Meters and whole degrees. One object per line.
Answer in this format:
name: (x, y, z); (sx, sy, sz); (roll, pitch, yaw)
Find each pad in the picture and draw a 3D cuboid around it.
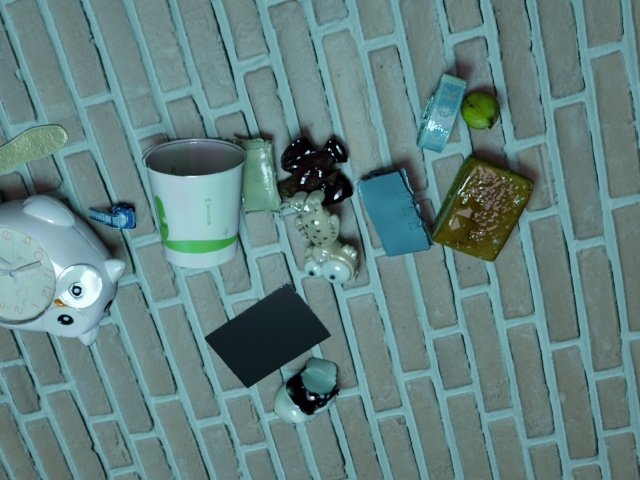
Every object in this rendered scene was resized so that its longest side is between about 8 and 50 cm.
pad: (-0.148, 0.268, 2.024); (0.300, 0.005, 0.202); (-35, 104, 14)

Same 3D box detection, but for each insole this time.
insole: (-0.765, -0.235, 1.880); (0.248, 0.011, 0.081); (-22, 107, 11)

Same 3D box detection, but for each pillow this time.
pillow: (-0.162, -0.165, 1.841); (0.119, 0.053, 0.208); (5, 112, 30)

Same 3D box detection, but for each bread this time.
bread: (0.401, -0.080, 1.819); (0.184, 0.110, 0.234); (21, 108, -5)

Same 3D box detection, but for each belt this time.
belt: (0.281, -0.296, 1.736); (0.082, 0.147, 0.163); (19, 81, -1)

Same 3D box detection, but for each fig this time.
fig: (0.383, -0.283, 1.727); (0.093, 0.166, 0.093); (1, 140, 0)

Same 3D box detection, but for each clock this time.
clock: (-0.696, 0.075, 1.860); (0.376, 0.250, 0.368); (27, 108, 1)

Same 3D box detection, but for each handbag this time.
handbag: (0.190, -0.069, 1.825); (0.144, 0.057, 0.221); (-6, 113, 44)

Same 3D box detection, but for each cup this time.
cup: (-0.301, -0.092, 1.798); (0.253, 0.253, 0.274); (2, 118, 3)

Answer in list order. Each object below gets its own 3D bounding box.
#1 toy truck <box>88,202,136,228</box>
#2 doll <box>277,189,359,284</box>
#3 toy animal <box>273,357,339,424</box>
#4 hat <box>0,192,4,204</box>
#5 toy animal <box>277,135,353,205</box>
toy truck: (-0.543, -0.065, 1.906); (0.136, 0.074, 0.063); (15, 113, 41)
doll: (0.002, -0.001, 1.847); (0.154, 0.119, 0.278); (-10, 121, 32)
toy animal: (-0.039, 0.430, 2.006); (0.138, 0.166, 0.179); (48, 119, 16)
hat: (-0.908, -0.116, 1.894); (0.138, 0.078, 0.191); (-16, 107, 12)
toy animal: (-0.022, -0.170, 1.834); (0.179, 0.116, 0.218); (-20, 129, 41)
